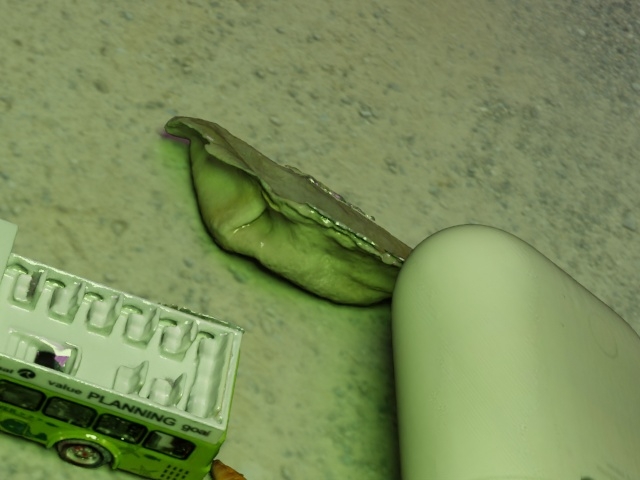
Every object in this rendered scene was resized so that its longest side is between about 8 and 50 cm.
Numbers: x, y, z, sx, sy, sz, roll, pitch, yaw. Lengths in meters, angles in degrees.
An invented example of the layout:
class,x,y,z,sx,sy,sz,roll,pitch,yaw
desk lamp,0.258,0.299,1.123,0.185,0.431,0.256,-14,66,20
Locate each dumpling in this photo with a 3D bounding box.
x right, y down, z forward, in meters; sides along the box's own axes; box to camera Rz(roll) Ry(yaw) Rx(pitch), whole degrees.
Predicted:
class,x,y,z,sx,sy,sz,roll,pitch,yaw
dumpling,-0.002,0.002,1.216,0.332,0.086,0.166,28,13,-5

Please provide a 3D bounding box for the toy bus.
class,x,y,z,sx,sy,sz,roll,pitch,yaw
toy bus,-0.203,0.073,1.004,0.301,0.139,0.113,20,48,-15

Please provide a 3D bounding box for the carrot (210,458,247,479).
class,x,y,z,sx,sy,sz,roll,pitch,yaw
carrot,-0.007,0.257,1.021,0.061,0.061,0.257,-12,56,-36

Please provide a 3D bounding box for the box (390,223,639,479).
class,x,y,z,sx,sy,sz,roll,pitch,yaw
box,0.175,0.169,1.089,0.288,0.141,0.349,36,38,-37
